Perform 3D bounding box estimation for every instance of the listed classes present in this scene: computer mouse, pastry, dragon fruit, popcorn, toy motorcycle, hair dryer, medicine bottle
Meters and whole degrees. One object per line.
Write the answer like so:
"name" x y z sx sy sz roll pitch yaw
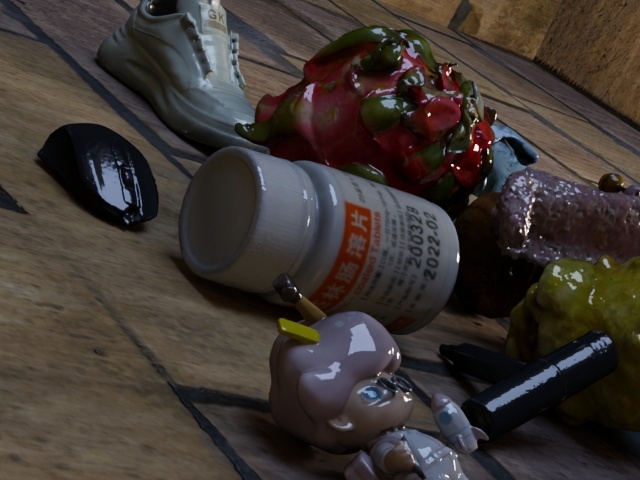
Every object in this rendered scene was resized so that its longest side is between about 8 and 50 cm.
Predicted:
"computer mouse" -0.207 -0.072 1.638 0.099 0.057 0.172 18 20 -39
"pastry" 0.270 -0.014 1.812 0.265 0.103 0.112 15 -3 -37
"dragon fruit" 0.054 -0.099 1.823 0.231 0.237 0.302 53 -27 1
"popcorn" 0.287 0.088 1.701 0.203 0.200 0.226 37 13 -19
"toy motorcycle" 0.172 -0.098 2.200 0.154 0.206 0.260 -31 50 -27
"hair dryer" 0.154 0.129 1.605 0.173 0.050 0.195 -22 16 -37
"medicine bottle" 0.000 0.000 1.601 0.252 0.144 0.144 19 16 -36

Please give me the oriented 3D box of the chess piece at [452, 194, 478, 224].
"chess piece" 0.123 -0.041 2.056 0.307 0.124 0.139 34 -16 9

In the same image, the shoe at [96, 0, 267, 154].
"shoe" -0.148 -0.224 2.088 0.316 0.159 0.124 35 15 38

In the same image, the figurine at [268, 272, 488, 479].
"figurine" 0.032 0.129 1.291 0.229 0.112 0.137 47 28 18

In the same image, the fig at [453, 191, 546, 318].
"fig" 0.186 -0.001 1.946 0.133 0.146 0.201 5 19 -30

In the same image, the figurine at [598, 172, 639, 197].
"figurine" 0.383 0.012 2.009 0.176 0.287 0.186 7 65 -29
